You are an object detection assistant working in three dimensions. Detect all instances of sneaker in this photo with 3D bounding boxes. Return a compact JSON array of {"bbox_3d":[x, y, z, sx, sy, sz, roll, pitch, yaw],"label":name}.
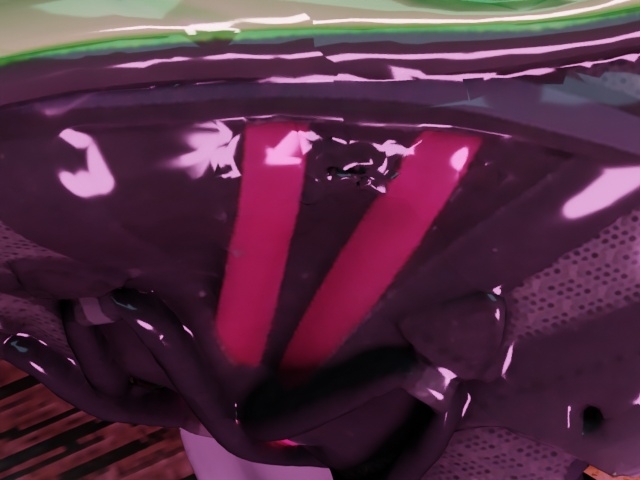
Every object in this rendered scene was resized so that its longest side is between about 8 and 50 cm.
[{"bbox_3d":[0.000,0.000,0.476,0.482,0.185,0.202,-7,105,10],"label":"sneaker"}]

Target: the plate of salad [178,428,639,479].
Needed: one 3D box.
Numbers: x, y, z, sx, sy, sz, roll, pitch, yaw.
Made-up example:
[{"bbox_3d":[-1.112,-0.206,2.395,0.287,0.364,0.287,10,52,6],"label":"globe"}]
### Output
[{"bbox_3d":[0.051,0.034,0.603,0.199,0.048,0.200,4,66,-8],"label":"plate of salad"}]
